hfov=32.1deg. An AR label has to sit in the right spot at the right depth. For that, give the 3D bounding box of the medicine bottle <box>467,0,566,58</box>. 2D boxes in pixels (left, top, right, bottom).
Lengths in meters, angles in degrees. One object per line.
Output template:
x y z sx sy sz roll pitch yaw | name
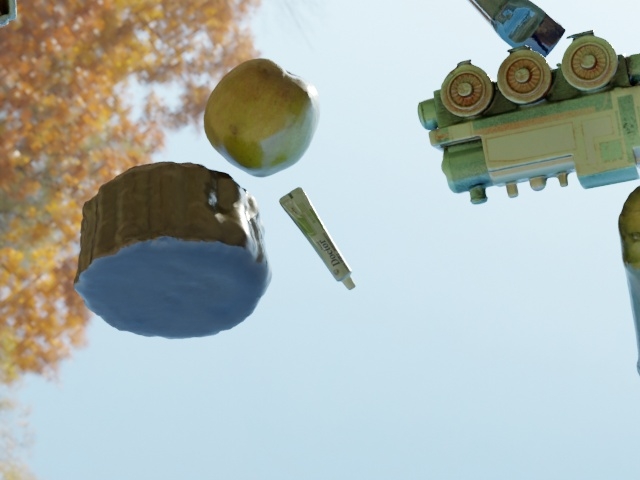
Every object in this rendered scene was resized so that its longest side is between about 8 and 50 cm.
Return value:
0.314 -0.401 1.901 0.079 0.124 0.258 -54 -149 20 | medicine bottle

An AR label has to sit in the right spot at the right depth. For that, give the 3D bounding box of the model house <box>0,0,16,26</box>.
-0.354 -0.251 0.876 0.198 0.224 0.215 -9 -167 -22 | model house

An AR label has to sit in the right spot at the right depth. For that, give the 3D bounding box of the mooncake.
-0.242 0.016 1.833 0.324 0.324 0.187 -19 -129 18 | mooncake

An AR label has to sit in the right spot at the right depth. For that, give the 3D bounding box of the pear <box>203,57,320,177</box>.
-0.095 -0.210 1.880 0.200 0.200 0.200 -21 -144 16 | pear

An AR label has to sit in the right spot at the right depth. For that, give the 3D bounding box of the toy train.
0.179 -0.097 0.922 0.194 0.081 0.125 -11 -97 20 | toy train

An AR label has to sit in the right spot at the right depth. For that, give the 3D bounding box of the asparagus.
0.446 0.095 1.470 0.082 0.343 0.085 -8 -159 9 | asparagus

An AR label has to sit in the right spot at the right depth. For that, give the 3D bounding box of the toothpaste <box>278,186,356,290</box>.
0.000 0.000 1.870 0.048 0.197 0.029 -32 174 -13 | toothpaste
